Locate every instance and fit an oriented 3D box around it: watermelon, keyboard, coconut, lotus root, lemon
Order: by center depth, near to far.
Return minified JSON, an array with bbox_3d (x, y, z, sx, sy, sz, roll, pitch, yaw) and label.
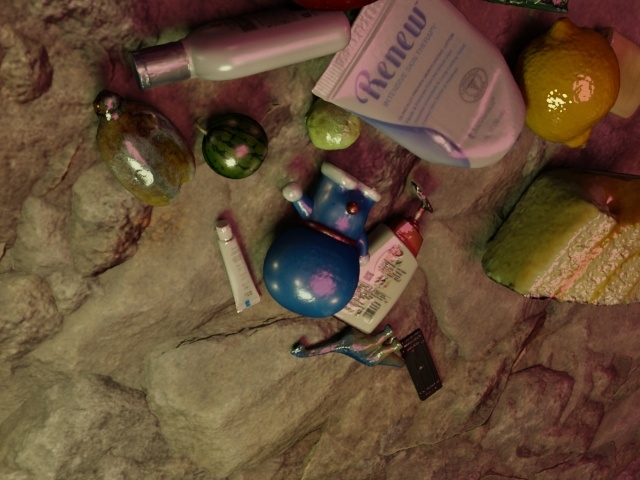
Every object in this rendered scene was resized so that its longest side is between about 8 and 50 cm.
[{"bbox_3d":[-0.251,-0.132,1.059,0.113,0.088,0.192,-50,132,-17],"label":"lotus root"},{"bbox_3d":[-0.130,-0.141,1.118,0.109,0.109,0.109,-15,125,-23],"label":"watermelon"},{"bbox_3d":[0.017,-0.186,1.191,0.088,0.096,0.087,9,90,-68],"label":"coconut"},{"bbox_3d":[0.429,-0.272,1.321,0.187,0.187,0.244,-29,125,-13],"label":"lemon"},{"bbox_3d":[0.218,0.273,1.638,0.061,0.013,0.204,-33,129,-10],"label":"keyboard"}]

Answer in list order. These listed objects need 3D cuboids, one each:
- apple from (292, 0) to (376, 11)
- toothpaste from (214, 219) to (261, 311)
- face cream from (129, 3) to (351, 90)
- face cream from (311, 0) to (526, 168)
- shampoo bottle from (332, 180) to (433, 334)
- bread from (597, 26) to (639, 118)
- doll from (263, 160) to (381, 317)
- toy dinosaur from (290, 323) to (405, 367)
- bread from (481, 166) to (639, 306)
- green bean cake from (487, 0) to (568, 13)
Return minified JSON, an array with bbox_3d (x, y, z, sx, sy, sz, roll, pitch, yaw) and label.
[{"bbox_3d":[0.025,-0.409,0.970,0.218,0.218,0.201,-28,120,-14],"label":"apple"},{"bbox_3d":[-0.142,0.044,1.272,0.048,0.031,0.190,-28,132,-18],"label":"toothpaste"},{"bbox_3d":[-0.110,-0.263,1.024,0.291,0.144,0.071,-19,121,-18],"label":"face cream"},{"bbox_3d":[0.188,-0.247,1.212,0.420,0.137,0.234,25,101,-41],"label":"face cream"},{"bbox_3d":[0.114,0.029,1.389,0.153,0.071,0.284,34,94,-27],"label":"shampoo bottle"},{"bbox_3d":[0.566,-0.320,1.453,0.178,0.060,0.139,14,111,-37],"label":"bread"},{"bbox_3d":[0.000,0.000,1.266,0.215,0.161,0.256,28,85,-26],"label":"doll"},{"bbox_3d":[0.070,0.232,1.506,0.188,0.075,0.247,-33,135,2],"label":"toy dinosaur"},{"bbox_3d":[0.532,-0.024,1.507,0.395,0.239,0.263,2,112,-31],"label":"bread"},{"bbox_3d":[0.258,-0.410,1.119,0.194,0.208,0.107,4,113,-35],"label":"green bean cake"}]
